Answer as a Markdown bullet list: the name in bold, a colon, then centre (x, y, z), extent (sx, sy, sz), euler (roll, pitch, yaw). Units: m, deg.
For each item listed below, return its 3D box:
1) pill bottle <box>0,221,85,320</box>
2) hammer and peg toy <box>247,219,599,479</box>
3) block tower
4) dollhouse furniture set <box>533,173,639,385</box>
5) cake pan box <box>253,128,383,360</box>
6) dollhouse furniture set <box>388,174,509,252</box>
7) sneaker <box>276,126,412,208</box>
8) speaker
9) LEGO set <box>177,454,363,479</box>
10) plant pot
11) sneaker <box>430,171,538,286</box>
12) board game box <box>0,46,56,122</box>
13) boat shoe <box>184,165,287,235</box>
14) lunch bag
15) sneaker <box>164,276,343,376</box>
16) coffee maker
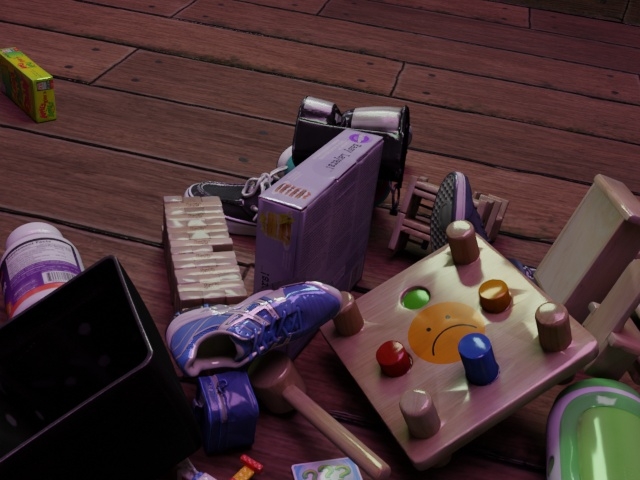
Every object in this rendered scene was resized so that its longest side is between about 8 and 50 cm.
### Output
- **pill bottle**: centre (-0.365, 0.058, 0.989), extent (0.108, 0.108, 0.193), euler (-9, 37, -24)
- **hammer and peg toy**: centre (0.115, 0.152, 0.904), extent (0.361, 0.127, 0.266), euler (-31, 42, -9)
- **block tower**: centre (-0.165, 0.052, 1.053), extent (0.091, 0.097, 0.335), euler (-3, 33, -17)
- **dollhouse furniture set**: centre (0.498, 0.070, 0.997), extent (0.356, 0.173, 0.303), euler (18, 29, -12)
- **cake pan box**: centre (0.000, 0.000, 1.027), extent (0.070, 0.245, 0.267), euler (21, 36, 19)
- **dollhouse furniture set**: centre (0.218, -0.026, 1.249), extent (0.129, 0.128, 0.184), euler (22, 12, 22)
- **sneaker**: centre (0.089, -0.143, 1.366), extent (0.296, 0.123, 0.178), euler (-23, 38, -26)
- **speaker**: centre (0.300, 0.280, 0.773), extent (0.131, 0.131, 0.296), euler (13, 34, 8)
- **LEGO set**: centre (-0.055, 0.286, 0.756), extent (0.244, 0.060, 0.182), euler (-3, 31, -14)
- **plant pot**: centre (-0.227, 0.163, 0.765), extent (0.187, 0.167, 0.188), euler (-35, 38, -5)
- **sneaker**: centre (0.251, 0.012, 1.106), extent (0.164, 0.226, 0.086), euler (-1, 3, -13)
- **board game box**: centre (-0.603, -0.320, 1.528), extent (0.043, 0.092, 0.181), euler (-20, 42, -36)
- **boat shoe**: centre (-0.081, -0.063, 1.231), extent (0.306, 0.104, 0.113), euler (18, 34, 15)
- **lunch bag**: centre (-0.111, 0.193, 0.844), extent (0.065, 0.098, 0.067), euler (-10, 47, -19)
- **sneaker**: centre (-0.071, 0.106, 0.861), extent (0.211, 0.080, 0.081), euler (-19, 29, -6)
- **coffee maker**: centre (0.046, -0.144, 1.199), extent (0.178, 0.120, 0.171), euler (6, 60, 11)
